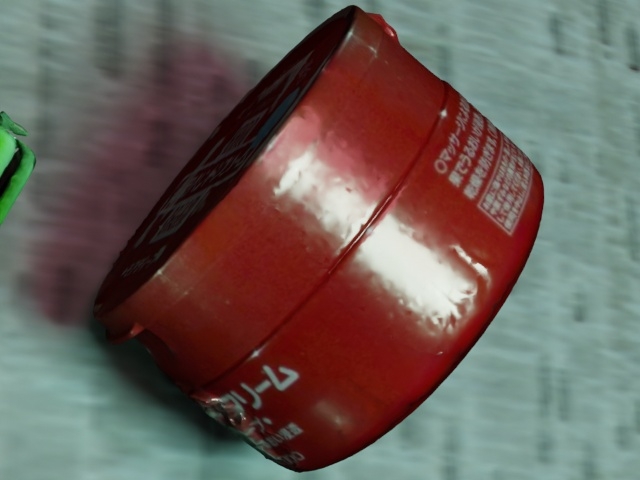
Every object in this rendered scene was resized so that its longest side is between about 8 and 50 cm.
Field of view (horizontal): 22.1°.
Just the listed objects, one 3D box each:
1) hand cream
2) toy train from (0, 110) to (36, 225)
[{"bbox_3d":[0.000,0.000,0.883,0.149,0.230,0.230,38,56,-13],"label":"hand cream"},{"bbox_3d":[-0.266,-0.029,0.762,0.243,0.188,0.132,33,55,-15],"label":"toy train"}]
